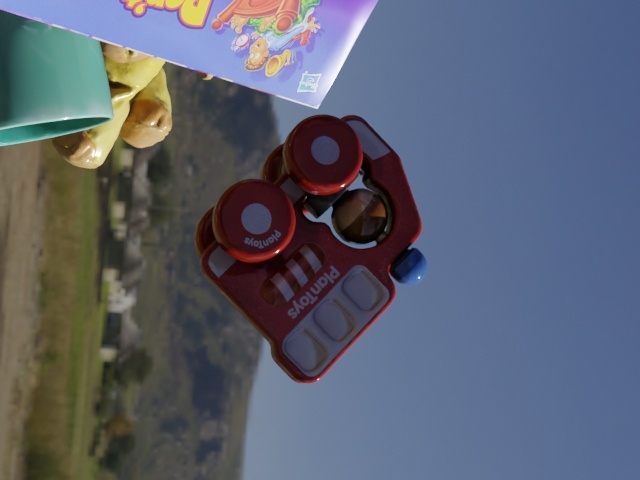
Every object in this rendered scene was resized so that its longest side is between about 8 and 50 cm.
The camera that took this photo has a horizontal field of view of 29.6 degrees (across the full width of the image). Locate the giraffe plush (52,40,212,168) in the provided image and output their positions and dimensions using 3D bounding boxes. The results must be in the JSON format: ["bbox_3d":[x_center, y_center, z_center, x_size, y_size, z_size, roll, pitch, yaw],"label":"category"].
[{"bbox_3d":[-0.166,-0.184,1.104,0.210,0.181,0.170,-46,-164,-33],"label":"giraffe plush"}]

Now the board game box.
[{"bbox_3d":[-0.147,-0.221,0.729,0.078,0.233,0.347,-60,-140,20],"label":"board game box"}]

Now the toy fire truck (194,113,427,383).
[{"bbox_3d":[0.000,0.000,1.544,0.302,0.254,0.169,-44,-176,-19],"label":"toy fire truck"}]

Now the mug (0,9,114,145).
[{"bbox_3d":[-0.225,-0.116,0.814,0.129,0.157,0.097,176,-96,-68],"label":"mug"}]
